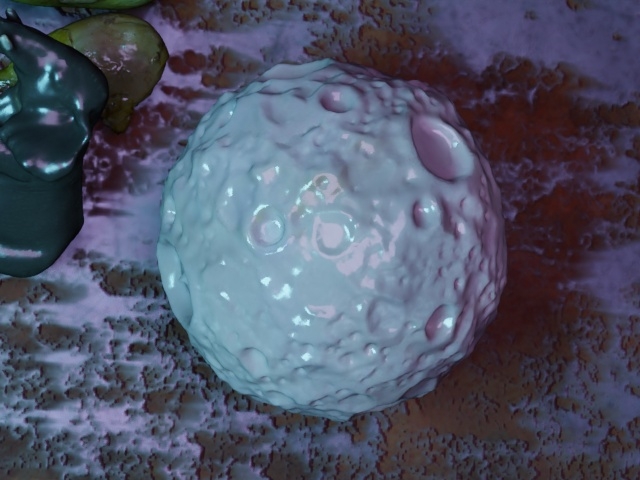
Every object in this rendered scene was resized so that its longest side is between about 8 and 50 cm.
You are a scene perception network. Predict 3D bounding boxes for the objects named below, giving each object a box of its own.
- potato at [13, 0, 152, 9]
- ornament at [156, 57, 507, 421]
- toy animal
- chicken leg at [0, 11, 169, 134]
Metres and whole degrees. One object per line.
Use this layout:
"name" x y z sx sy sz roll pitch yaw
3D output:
"potato" -0.193 -0.264 1.028 0.228 0.148 0.197 36 95 -8
"ornament" 0.000 0.000 0.998 0.225 0.259 0.259 -17 91 -21
"toy animal" -0.230 -0.072 0.999 0.146 0.245 0.114 12 51 -5
"chicken leg" -0.201 -0.117 1.063 0.178 0.070 0.093 -14 96 -4
